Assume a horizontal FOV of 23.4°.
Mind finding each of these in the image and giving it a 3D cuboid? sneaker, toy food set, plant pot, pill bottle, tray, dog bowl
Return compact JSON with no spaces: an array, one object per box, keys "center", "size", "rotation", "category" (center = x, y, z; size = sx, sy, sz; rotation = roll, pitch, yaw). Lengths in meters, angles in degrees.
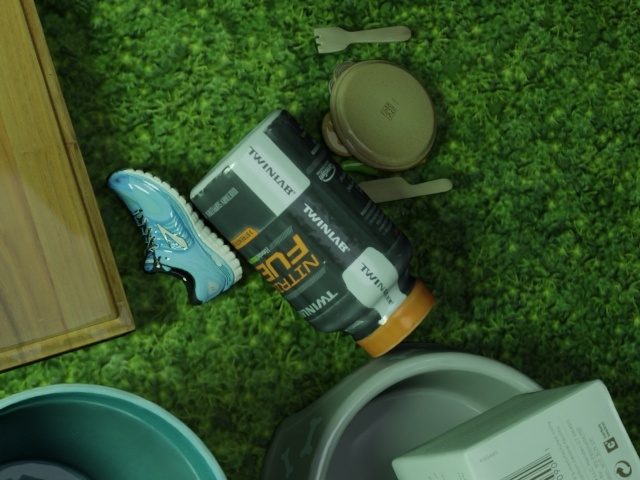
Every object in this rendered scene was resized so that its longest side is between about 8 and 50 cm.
[{"center":[-0.151,-0.003,1.490],"size":[0.162,0.063,0.073],"rotation":[46,73,-6],"category":"sneaker"},{"center":[0.059,-0.128,1.601],"size":[0.132,0.038,0.192],"rotation":[-7,77,-27],"category":"toy food set"},{"center":[-0.227,0.267,1.312],"size":[0.272,0.255,0.271],"rotation":[3,79,-17],"category":"plant pot"},{"center":[0.000,0.000,1.503],"size":[0.245,0.130,0.130],"rotation":[46,70,-6],"category":"pill bottle"},{"center":[-0.332,-0.081,1.437],"size":[0.203,0.076,0.410],"rotation":[-16,87,-20],"category":"tray"},{"center":[0.117,0.265,1.511],"size":[0.349,0.102,0.348],"rotation":[3,80,-19],"category":"dog bowl"}]

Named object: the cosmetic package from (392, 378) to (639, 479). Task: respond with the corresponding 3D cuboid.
[{"center":[0.186,0.229,1.388],"size":[0.151,0.184,0.151],"rotation":[-25,89,-20],"category":"cosmetic package"}]
